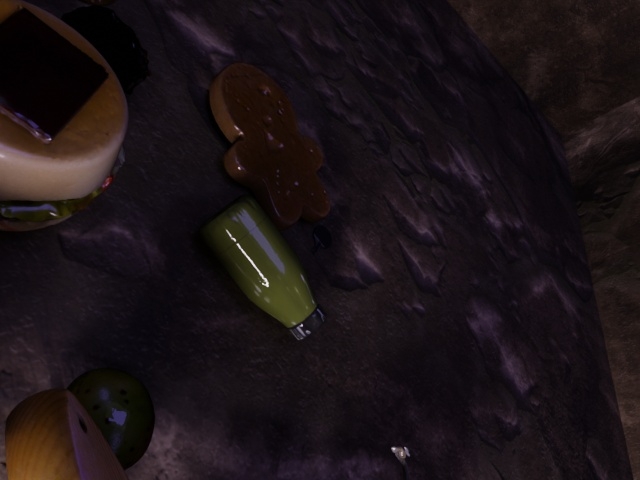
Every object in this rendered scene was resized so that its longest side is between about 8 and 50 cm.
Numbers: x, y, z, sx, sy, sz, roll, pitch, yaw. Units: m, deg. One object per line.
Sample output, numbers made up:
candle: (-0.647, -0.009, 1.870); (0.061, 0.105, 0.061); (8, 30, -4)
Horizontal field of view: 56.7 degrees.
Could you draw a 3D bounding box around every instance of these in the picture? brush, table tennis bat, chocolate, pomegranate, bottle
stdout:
brush: (-0.271, 0.292, 0.574); (0.174, 0.166, 0.267); (104, -38, -78)
table tennis bat: (0.000, 0.000, 1.229); (0.050, 0.007, 0.083); (50, 37, -16)
chocolate: (-0.332, -0.280, 0.944); (0.156, 0.156, 0.133); (62, 10, 0)
pomegranate: (-0.263, 0.218, 0.708); (0.130, 0.130, 0.130); (27, 49, -37)
bottle: (-0.088, 0.052, 1.008); (0.260, 0.112, 0.112); (53, 38, -12)

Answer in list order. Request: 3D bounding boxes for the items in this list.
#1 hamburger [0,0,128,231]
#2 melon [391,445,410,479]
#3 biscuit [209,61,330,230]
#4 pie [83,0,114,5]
hamburger: (-0.391, -0.157, 0.741); (0.302, 0.170, 0.302); (28, 45, -32)
melon: (0.079, 0.493, 0.822); (0.308, 0.271, 0.272); (-38, 98, -35)
biscuit: (-0.105, -0.190, 1.187); (0.275, 0.052, 0.355); (-22, 85, -53)
pie: (-0.417, -0.454, 1.004); (0.191, 0.033, 0.088); (13, 74, -47)
